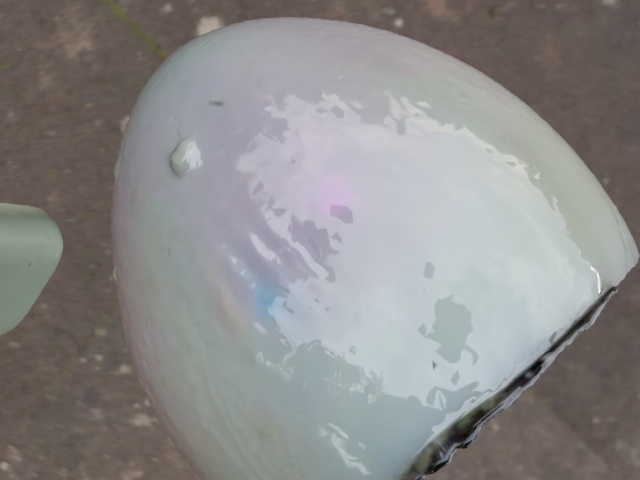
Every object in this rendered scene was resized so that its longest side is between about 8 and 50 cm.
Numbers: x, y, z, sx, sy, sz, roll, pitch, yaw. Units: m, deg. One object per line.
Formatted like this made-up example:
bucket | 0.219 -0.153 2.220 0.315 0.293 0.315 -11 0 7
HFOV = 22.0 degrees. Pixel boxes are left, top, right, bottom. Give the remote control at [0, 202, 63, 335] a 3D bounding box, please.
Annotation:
remote control | -0.231 0.016 0.822 0.090 0.038 0.309 -56 159 14

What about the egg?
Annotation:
egg | 0.000 0.000 1.191 0.354 0.354 0.340 -41 87 -23
